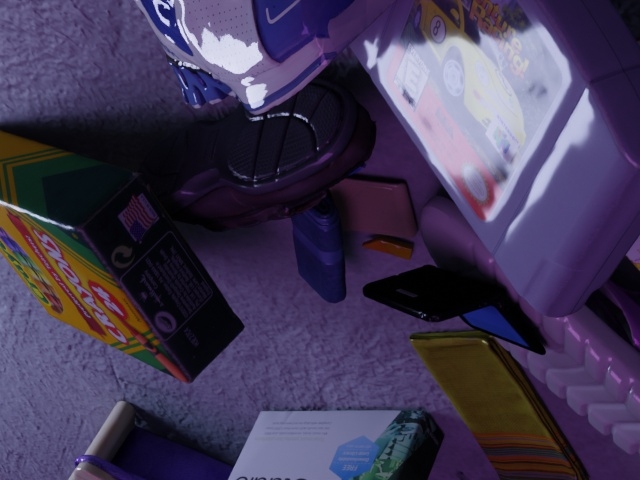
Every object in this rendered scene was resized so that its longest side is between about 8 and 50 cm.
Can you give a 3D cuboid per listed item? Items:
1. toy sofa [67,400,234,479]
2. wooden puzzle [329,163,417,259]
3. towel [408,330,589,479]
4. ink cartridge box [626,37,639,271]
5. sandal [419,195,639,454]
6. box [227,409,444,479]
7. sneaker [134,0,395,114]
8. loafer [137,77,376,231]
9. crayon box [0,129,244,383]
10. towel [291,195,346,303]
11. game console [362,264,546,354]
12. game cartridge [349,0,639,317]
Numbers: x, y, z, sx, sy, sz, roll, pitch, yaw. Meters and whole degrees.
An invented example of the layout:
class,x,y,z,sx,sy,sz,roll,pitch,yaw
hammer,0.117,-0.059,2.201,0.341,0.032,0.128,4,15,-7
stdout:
class,x,y,z,sx,sy,sz,roll,pitch,yaw
toy sofa,-0.120,0.329,1.600,0.363,0.150,0.177,21,138,10
wooden puzzle,0.048,-0.030,1.180,0.079,0.014,0.116,9,140,17
towel,0.182,0.177,1.333,0.102,0.021,0.237,-7,130,37
ink cartridge box,0.275,-0.050,0.913,0.176,0.127,0.128,46,141,-21
sandal,0.259,0.094,1.119,0.416,0.102,0.169,42,164,9
box,-0.025,0.321,1.384,0.232,0.322,0.058,-7,134,37
sneaker,-0.077,-0.194,0.926,0.182,0.127,0.315,51,162,-18
loafer,-0.047,-0.065,1.145,0.095,0.109,0.303,30,154,-33
crayon box,-0.236,0.006,1.271,0.319,0.081,0.202,17,146,49
towel,0.000,0.000,1.213,0.067,0.029,0.119,47,154,38
game console,0.111,0.067,1.111,0.122,0.107,0.071,18,121,61
game cartridge,0.116,-0.115,0.867,0.294,0.060,0.196,58,148,25
